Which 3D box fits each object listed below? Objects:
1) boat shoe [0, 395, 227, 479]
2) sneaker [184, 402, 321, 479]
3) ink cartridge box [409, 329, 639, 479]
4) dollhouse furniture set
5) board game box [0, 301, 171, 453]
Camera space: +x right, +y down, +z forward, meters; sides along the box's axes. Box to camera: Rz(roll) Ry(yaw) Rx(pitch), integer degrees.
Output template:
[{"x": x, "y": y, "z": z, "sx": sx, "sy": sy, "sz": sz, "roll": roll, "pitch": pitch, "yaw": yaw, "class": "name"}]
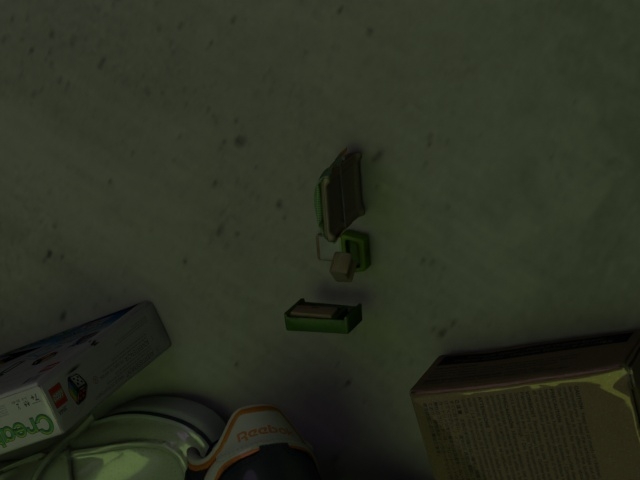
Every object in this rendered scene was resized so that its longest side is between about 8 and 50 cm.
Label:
[{"x": -0.253, "y": 0.251, "z": 1.622, "sx": 0.367, "sy": 0.156, "sz": 0.136, "roll": -17, "pitch": 102, "yaw": 29, "class": "boat shoe"}, {"x": -0.061, "y": 0.248, "z": 1.539, "sx": 0.321, "sy": 0.126, "sz": 0.127, "roll": 116, "pitch": 144, "yaw": -57, "class": "sneaker"}, {"x": 0.200, "y": 0.203, "z": 1.433, "sx": 0.193, "sy": 0.088, "sz": 0.235, "roll": -9, "pitch": 105, "yaw": 26, "class": "ink cartridge box"}, {"x": 0.000, "y": 0.000, "z": 1.453, "sx": 0.058, "sy": 0.076, "sz": 0.152, "roll": 4, "pitch": 112, "yaw": 23, "class": "dollhouse furniture set"}, {"x": -0.307, "y": 0.152, "z": 1.588, "sx": 0.305, "sy": 0.193, "sz": 0.053, "roll": -20, "pitch": 100, "yaw": 30, "class": "board game box"}]
